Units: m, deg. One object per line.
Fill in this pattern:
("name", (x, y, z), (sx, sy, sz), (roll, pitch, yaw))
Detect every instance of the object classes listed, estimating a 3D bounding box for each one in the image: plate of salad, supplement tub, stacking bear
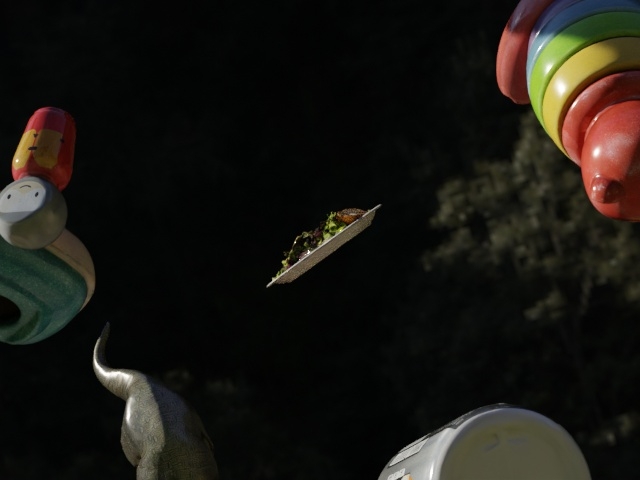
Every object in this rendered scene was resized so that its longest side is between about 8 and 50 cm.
("plate of salad", (0.000, 0.000, 2.190), (0.200, 0.048, 0.200), (-36, 0, 0))
("supplement tub", (0.173, 0.309, 1.812), (0.193, 0.193, 0.316), (-18, -12, -18))
("stacking bear", (0.280, -0.126, 1.475), (0.175, 0.164, 0.289), (-5, 40, -3))

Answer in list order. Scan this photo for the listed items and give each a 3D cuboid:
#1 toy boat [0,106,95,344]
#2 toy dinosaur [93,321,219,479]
("toy boat", (-0.332, 0.002, 1.547), (0.267, 0.148, 0.318), (24, -41, -23))
("toy dinosaur", (-0.133, 0.202, 1.397), (0.121, 0.313, 0.160), (-3, -26, -12))
